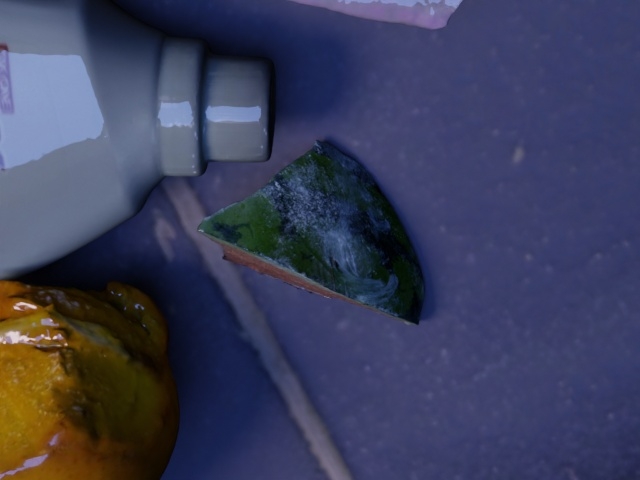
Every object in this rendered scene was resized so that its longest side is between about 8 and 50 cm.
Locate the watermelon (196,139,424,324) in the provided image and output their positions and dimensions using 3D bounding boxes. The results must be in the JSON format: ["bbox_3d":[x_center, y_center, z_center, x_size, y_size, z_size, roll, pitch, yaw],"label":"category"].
[{"bbox_3d":[0.007,0.001,1.221,0.155,0.080,0.101,30,71,-1],"label":"watermelon"}]

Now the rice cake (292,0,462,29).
[{"bbox_3d":[-0.083,-0.187,1.123,0.365,0.056,0.073,8,111,-1],"label":"rice cake"}]

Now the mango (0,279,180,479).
[{"bbox_3d":[-0.249,0.156,1.210,0.350,0.201,0.199,-34,91,21],"label":"mango"}]

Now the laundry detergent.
[{"bbox_3d":[-0.228,-0.069,1.183,0.397,0.125,0.264,2,105,2],"label":"laundry detergent"}]
